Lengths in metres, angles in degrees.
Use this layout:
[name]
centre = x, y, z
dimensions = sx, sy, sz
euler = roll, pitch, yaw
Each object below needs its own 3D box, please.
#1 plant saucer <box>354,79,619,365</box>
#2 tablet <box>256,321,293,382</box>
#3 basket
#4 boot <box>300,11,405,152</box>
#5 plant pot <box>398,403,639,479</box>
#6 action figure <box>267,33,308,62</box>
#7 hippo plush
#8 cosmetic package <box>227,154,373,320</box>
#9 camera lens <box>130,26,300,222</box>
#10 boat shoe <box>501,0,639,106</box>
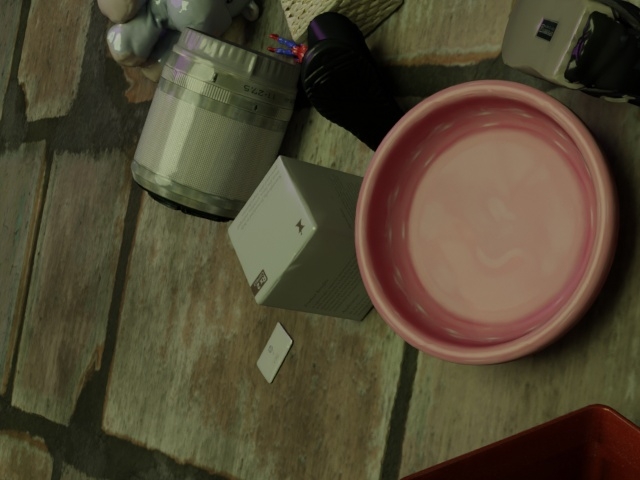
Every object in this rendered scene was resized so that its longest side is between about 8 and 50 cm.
[plant saucer]
centre = 0.197, -0.019, 1.289
dimensions = 0.332, 0.084, 0.332
euler = -4, 82, 34
[tablet]
centre = -0.072, 0.175, 1.707
dimensions = 0.083, 0.006, 0.054
euler = -62, 39, 19
[basket]
centre = 0.031, -0.369, 1.647
dimensions = 0.167, 0.113, 0.103
euler = -36, 54, 41
[boot]
centre = 0.021, -0.249, 1.525
dimensions = 0.094, 0.246, 0.207
euler = -37, 52, 13
[plant pot]
centre = 0.246, 0.351, 1.026
dimensions = 0.267, 0.267, 0.236
euler = 37, 134, 51
[action figure]
centre = -0.043, -0.314, 1.797
dimensions = 0.115, 0.030, 0.038
euler = 30, 109, 47
[hippo plush]
centre = -0.220, -0.409, 1.961
dimensions = 0.236, 0.234, 0.294
euler = 6, 41, 36
[cosmetic package]
centre = 0.000, 0.000, 1.516
dimensions = 0.151, 0.183, 0.151
euler = -53, 43, 28
[camera lens]
centre = -0.170, -0.181, 1.763
dimensions = 0.219, 0.219, 0.274
euler = 32, 105, 52
[boat shoe]
centre = 0.315, -0.218, 1.240
dimensions = 0.340, 0.158, 0.127
euler = -93, 24, -68
